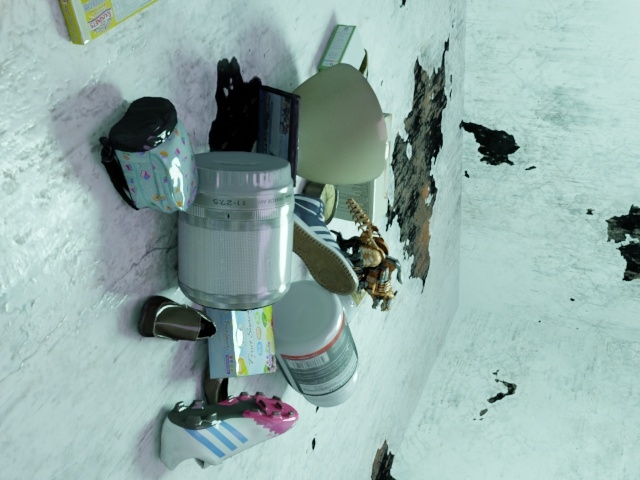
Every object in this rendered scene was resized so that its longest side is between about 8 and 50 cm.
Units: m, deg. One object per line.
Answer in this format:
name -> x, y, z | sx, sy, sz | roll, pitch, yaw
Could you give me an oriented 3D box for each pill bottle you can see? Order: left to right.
pill bottle -> -0.015, 0.281, 1.890 | 0.363, 0.210, 0.210 | 71, 36, -51
pill bottle -> 0.051, 0.171, 2.107 | 0.229, 0.131, 0.131 | -51, 144, -50

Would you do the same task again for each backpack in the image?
backpack -> -0.273, -0.128, 1.206 | 0.152, 0.115, 0.182 | -61, 154, -44

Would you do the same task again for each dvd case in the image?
dvd case -> -0.091, -0.222, 1.513 | 0.253, 0.022, 0.180 | -140, -129, -65

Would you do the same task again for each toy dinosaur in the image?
toy dinosaur -> 0.120, 0.041, 1.999 | 0.164, 0.218, 0.322 | -10, 98, -58

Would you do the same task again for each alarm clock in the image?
alarm clock -> 0.005, -0.123, 1.953 | 0.192, 0.064, 0.129 | -66, 154, -23

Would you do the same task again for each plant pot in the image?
plant pot -> 0.000, -0.245, 1.675 | 0.191, 0.284, 0.284 | -21, 127, -22

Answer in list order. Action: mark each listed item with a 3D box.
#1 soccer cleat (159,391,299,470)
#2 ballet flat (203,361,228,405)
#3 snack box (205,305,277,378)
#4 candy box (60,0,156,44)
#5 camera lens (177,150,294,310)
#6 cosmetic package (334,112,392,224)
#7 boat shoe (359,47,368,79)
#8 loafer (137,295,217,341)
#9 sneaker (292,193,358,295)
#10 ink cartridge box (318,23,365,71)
soccer cleat -> -0.197, 0.410, 1.555 | 0.331, 0.116, 0.143 | 7, 106, -41
ballet flat -> -0.223, 0.363, 1.619 | 0.084, 0.058, 0.250 | -21, 119, -65
snack box -> -0.172, 0.212, 1.607 | 0.207, 0.070, 0.174 | 14, 69, -67
candy box -> -0.316, -0.384, 1.101 | 0.206, 0.027, 0.105 | -55, 150, -46
camera lens -> -0.161, -0.017, 1.386 | 0.219, 0.219, 0.274 | -31, 128, -62
cosmetic package -> 0.109, -0.211, 2.056 | 0.129, 0.153, 0.296 | -37, 134, -58
boat shoe -> 0.108, -0.474, 2.072 | 0.049, 0.056, 0.152 | -47, 151, -61
loafer -> -0.266, 0.153, 1.393 | 0.220, 0.078, 0.080 | 18, 83, -68
sneaker -> 0.000, 0.000, 1.786 | 0.099, 0.282, 0.153 | -42, -172, 33
ink cartridge box -> 0.048, -0.453, 1.914 | 0.109, 0.062, 0.209 | 62, 43, -57
